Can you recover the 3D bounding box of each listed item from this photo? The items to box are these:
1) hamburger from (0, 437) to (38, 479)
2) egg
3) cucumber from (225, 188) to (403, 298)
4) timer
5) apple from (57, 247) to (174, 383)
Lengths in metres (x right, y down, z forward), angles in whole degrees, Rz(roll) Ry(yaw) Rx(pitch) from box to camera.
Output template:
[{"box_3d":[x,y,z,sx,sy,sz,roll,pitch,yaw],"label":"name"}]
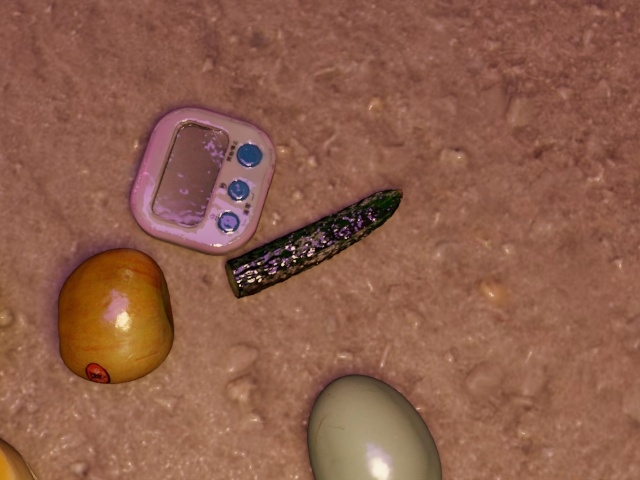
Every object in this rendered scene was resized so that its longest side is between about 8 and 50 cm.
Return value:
[{"box_3d":[-0.496,0.372,1.316,0.300,0.176,0.300,1,65,-2],"label":"hamburger"},{"box_3d":[0.070,0.290,1.383,0.168,0.168,0.231,-21,75,-9],"label":"egg"},{"box_3d":[0.000,0.000,1.510,0.293,0.067,0.067,-25,78,-12],"label":"cucumber"},{"box_3d":[-0.171,-0.086,1.519,0.191,0.069,0.208,17,76,1],"label":"timer"},{"box_3d":[-0.282,0.105,1.408,0.155,0.182,0.182,-11,76,1],"label":"apple"}]
